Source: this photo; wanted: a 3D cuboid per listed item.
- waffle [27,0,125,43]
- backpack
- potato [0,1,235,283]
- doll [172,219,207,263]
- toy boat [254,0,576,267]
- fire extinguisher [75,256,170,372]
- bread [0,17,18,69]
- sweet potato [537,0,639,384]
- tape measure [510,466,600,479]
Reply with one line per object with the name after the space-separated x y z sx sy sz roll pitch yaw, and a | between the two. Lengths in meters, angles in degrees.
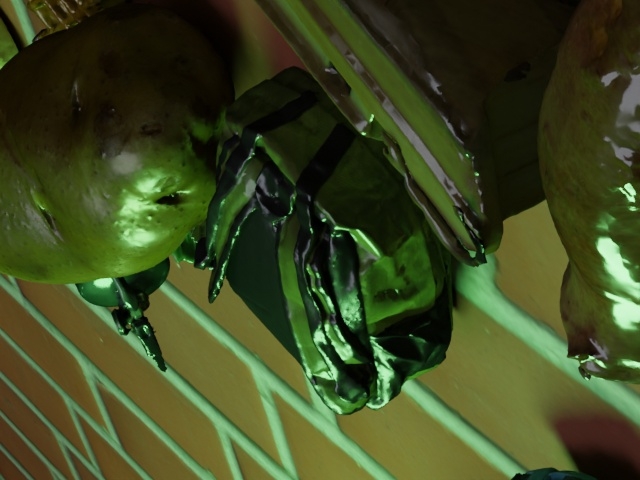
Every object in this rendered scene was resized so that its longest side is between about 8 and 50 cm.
-0.234 -0.231 1.642 0.231 0.051 0.228 38 152 37 | waffle
0.000 0.000 1.346 0.207 0.140 0.253 40 155 31 | backpack
-0.197 -0.068 1.543 0.369 0.176 0.195 -20 116 45 | potato
-0.114 -0.039 1.689 0.078 0.077 0.113 42 -161 -24 | doll
0.008 -0.184 1.069 0.445 0.136 0.162 54 157 16 | toy boat
-0.200 -0.018 1.702 0.118 0.093 0.294 69 178 -62 | fire extinguisher
-0.407 -0.181 1.982 0.178 0.135 0.240 54 160 1 | bread
0.165 -0.068 0.883 0.131 0.131 0.336 39 155 36 | sweet potato
0.200 0.223 1.345 0.125 0.081 0.146 46 162 -9 | tape measure
